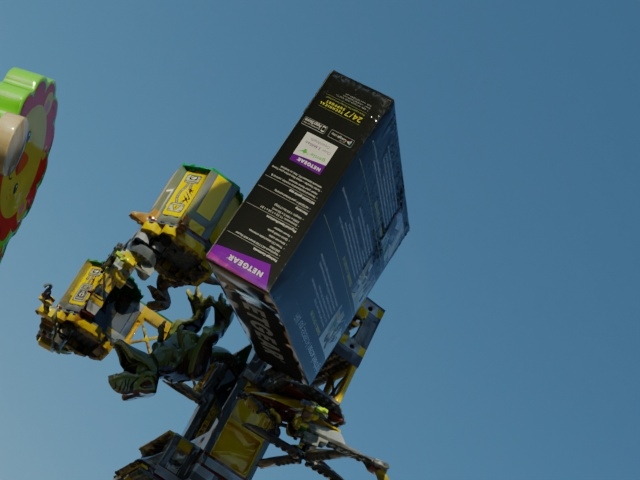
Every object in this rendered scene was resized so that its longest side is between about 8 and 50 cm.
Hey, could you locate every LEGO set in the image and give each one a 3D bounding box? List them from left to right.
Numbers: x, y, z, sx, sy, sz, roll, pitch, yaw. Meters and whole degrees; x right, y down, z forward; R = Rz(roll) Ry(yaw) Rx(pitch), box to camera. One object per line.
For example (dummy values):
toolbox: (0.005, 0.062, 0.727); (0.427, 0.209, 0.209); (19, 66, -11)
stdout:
LEGO set: (-0.112, 0.112, 0.918); (0.255, 0.192, 0.331); (41, -35, -19)

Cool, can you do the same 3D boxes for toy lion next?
toy lion: (-0.131, -0.020, 0.473); (0.096, 0.034, 0.100); (-64, 171, -84)

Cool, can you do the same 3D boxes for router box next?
router box: (0.000, 0.000, 0.720); (0.046, 0.133, 0.179); (27, -18, 18)
